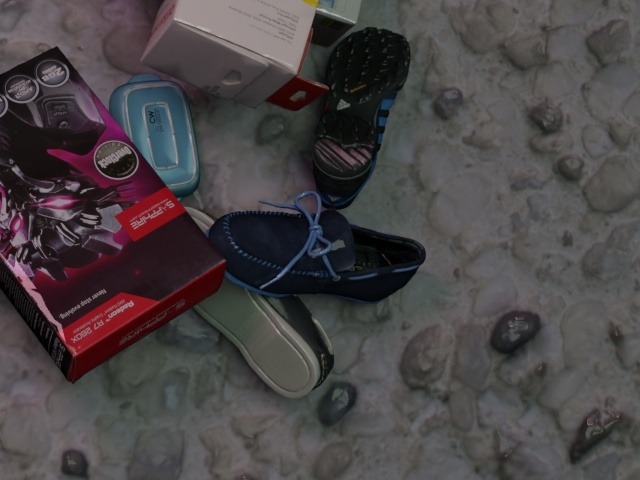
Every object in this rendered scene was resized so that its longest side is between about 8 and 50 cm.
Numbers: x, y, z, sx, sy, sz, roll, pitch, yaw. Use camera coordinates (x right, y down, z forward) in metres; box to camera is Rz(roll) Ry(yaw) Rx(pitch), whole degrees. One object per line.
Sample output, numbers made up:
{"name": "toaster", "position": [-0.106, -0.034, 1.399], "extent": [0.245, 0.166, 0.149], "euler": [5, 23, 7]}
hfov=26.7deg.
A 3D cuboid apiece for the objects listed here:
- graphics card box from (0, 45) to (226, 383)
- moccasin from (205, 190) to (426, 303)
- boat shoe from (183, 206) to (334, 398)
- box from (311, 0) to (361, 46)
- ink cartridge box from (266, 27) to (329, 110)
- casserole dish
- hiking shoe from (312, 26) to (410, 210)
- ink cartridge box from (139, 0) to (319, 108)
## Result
{"name": "graphics card box", "position": [-0.317, -0.039, 1.668], "extent": [0.233, 0.094, 0.371], "euler": [-32, 76, -26]}
{"name": "moccasin", "position": [0.000, 0.000, 1.801], "extent": [0.342, 0.117, 0.137], "euler": [5, 58, -45]}
{"name": "boat shoe", "position": [-0.097, 0.078, 1.826], "extent": [0.302, 0.114, 0.091], "euler": [56, 27, 2]}
{"name": "box", "position": [0.005, -0.397, 1.919], "extent": [0.103, 0.114, 0.203], "euler": [16, 76, -17]}
{"name": "ink cartridge box", "position": [-0.103, -0.264, 1.848], "extent": [0.231, 0.134, 0.078], "euler": [21, 74, -18]}
{"name": "casserole dish", "position": [-0.221, -0.139, 1.837], "extent": [0.114, 0.037, 0.188], "euler": [-9, 84, -23]}
{"name": "hiking shoe", "position": [0.045, -0.177, 1.914], "extent": [0.113, 0.132, 0.304], "euler": [20, 53, 4]}
{"name": "ink cartridge box", "position": [-0.099, -0.315, 1.690], "extent": [0.168, 0.171, 0.232], "euler": [21, 72, -16]}
